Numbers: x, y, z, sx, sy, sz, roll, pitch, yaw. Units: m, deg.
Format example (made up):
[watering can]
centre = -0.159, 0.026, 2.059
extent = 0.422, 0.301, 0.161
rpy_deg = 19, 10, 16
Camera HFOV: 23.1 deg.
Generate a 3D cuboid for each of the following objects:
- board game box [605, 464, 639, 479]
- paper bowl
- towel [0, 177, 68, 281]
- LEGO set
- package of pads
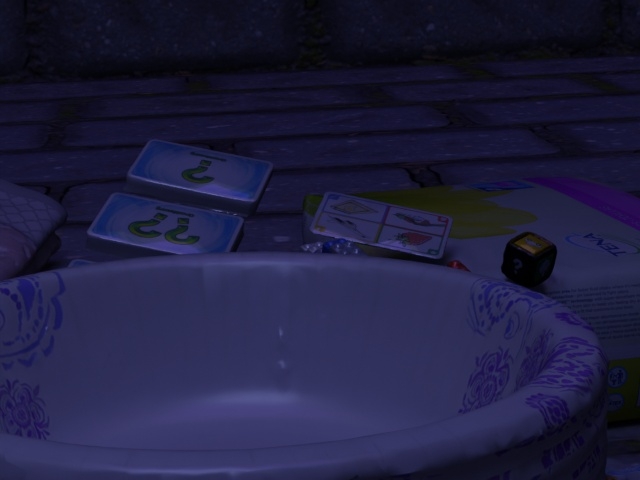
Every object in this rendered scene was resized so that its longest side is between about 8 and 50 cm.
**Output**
[board game box]
centre = 0.173, 0.130, 0.745
extent = 0.090, 0.020, 0.090
rpy_deg = -7, 14, -27
[paper bowl]
centre = -0.033, 0.103, 0.607
extent = 0.284, 0.148, 0.284
rpy_deg = -2, 13, 0
[towel]
centre = -0.372, -0.039, 1.172
extent = 0.332, 0.053, 0.317
rpy_deg = 26, 15, -1
[LEGO set]
centre = 0.000, 0.000, 0.820
extent = 0.244, 0.060, 0.182
rpy_deg = 12, 32, 7
[package of pads]
centre = 0.120, 0.030, 1.003
extent = 0.229, 0.101, 0.296
rpy_deg = -5, 13, -15
